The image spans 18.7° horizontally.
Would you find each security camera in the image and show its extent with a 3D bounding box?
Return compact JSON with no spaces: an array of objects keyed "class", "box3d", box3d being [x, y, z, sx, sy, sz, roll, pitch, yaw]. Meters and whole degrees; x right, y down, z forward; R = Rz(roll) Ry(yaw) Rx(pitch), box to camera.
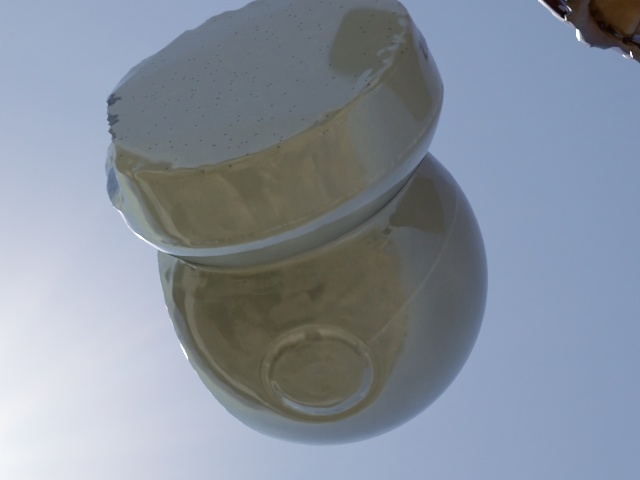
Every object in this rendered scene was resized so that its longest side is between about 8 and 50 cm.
[{"class":"security camera","box3d":[0.000,0.000,1.075,0.195,0.194,0.236,2,-50,34]}]

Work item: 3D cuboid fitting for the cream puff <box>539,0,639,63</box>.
[{"class":"cream puff","box3d":[0.247,-0.235,1.000,0.350,0.350,0.228,-37,-142,34]}]
